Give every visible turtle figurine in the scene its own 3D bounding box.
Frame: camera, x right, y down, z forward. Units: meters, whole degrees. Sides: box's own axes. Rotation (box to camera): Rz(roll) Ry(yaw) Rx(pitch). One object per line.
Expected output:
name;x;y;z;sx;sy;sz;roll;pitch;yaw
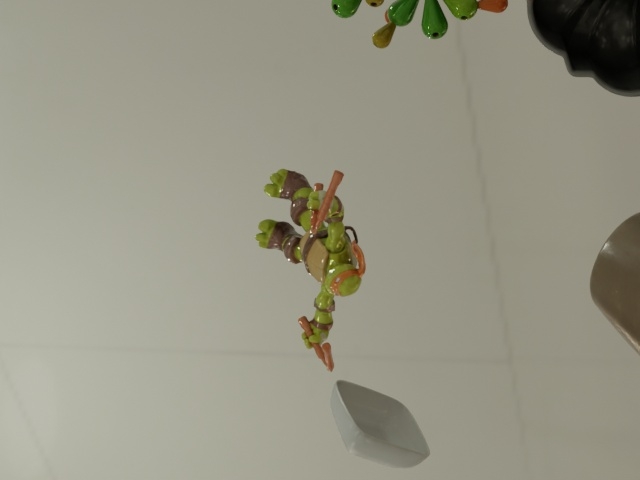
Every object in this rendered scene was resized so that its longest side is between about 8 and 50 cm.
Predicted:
turtle figurine;0.000;0.000;1.832;0.217;0.087;0.269;-129;32;-51

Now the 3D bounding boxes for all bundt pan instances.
bundt pan;0.380;-0.337;1.806;0.124;0.331;0.331;-95;1;-74

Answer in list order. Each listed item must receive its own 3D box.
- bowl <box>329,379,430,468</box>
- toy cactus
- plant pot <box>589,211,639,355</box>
bowl;0.078;0.274;2.250;0.053;0.142;0.142;-58;30;20
toy cactus;0.113;-0.305;1.647;0.112;0.219;0.180;-75;-27;-75
plant pot;0.476;0.073;1.972;0.263;0.229;0.263;-25;-47;-30
